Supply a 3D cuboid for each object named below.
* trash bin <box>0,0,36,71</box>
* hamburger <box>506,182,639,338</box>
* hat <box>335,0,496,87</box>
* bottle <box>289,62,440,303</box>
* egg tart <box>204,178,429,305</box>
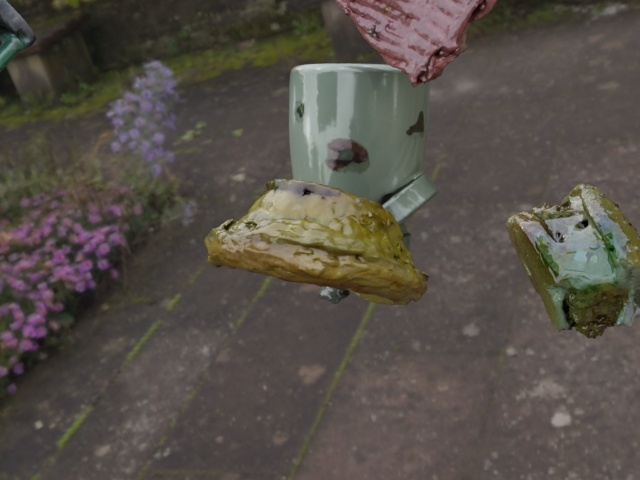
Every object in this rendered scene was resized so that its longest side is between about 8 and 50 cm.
[{"bbox_3d":[-0.487,-0.199,0.903,0.381,0.295,0.259,-13,39,58],"label":"trash bin"},{"bbox_3d":[0.419,0.019,1.481,0.167,0.192,0.288,-22,53,1],"label":"hamburger"},{"bbox_3d":[0.095,-0.353,1.132,0.286,0.107,0.237,42,102,26],"label":"hat"},{"bbox_3d":[0.063,-0.080,1.352,0.229,0.352,0.229,1,6,0],"label":"bottle"},{"bbox_3d":[0.000,0.000,1.125,0.294,0.123,0.294,13,-3,1],"label":"egg tart"}]
